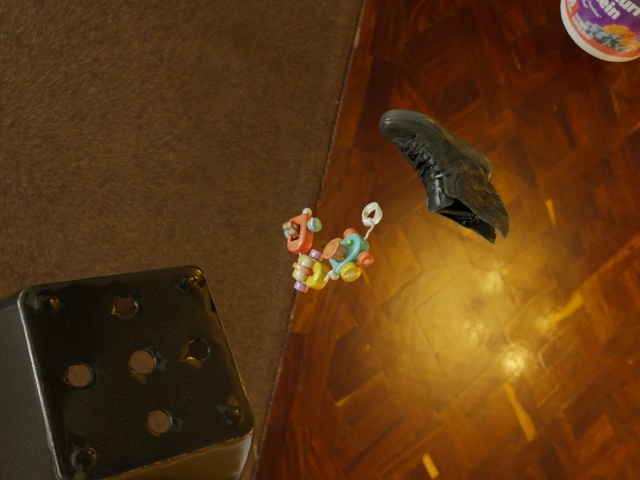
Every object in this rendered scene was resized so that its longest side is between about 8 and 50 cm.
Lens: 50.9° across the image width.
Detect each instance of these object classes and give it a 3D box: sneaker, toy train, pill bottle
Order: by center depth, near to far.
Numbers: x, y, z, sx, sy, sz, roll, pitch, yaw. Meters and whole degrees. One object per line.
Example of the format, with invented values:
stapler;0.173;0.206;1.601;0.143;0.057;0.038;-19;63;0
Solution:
pill bottle;0.303;-0.248;0.587;0.108;0.193;0.108;2;76;-8
sneaker;0.132;-0.069;0.727;0.170;0.051;0.089;26;62;-12
toy train;0.000;0.000;0.868;0.046;0.166;0.125;25;65;-39

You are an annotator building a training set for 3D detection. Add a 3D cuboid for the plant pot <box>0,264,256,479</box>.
plant pot;-0.150;0.117;0.480;0.187;0.167;0.188;-7;65;-36
